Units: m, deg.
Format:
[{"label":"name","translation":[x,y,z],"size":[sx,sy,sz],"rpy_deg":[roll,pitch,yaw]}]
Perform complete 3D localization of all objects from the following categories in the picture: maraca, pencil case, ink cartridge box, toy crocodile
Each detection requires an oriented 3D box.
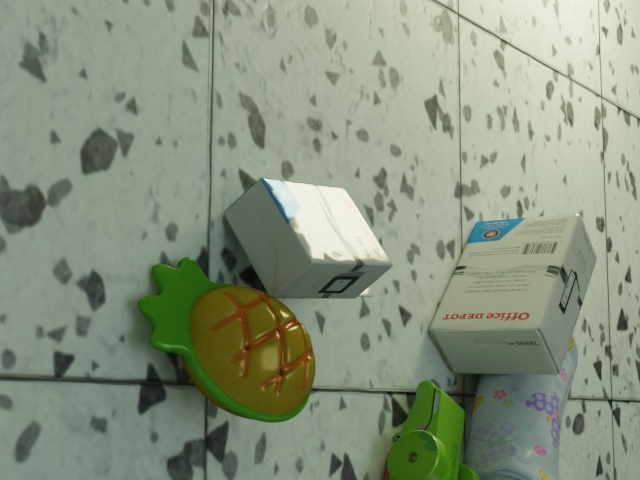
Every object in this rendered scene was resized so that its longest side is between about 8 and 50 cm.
[{"label":"maraca","translation":[-0.080,0.089,1.063],"size":[0.185,0.099,0.127],"rpy_deg":[36,39,-19]},{"label":"pencil case","translation":[0.248,0.216,1.468],"size":[0.113,0.124,0.273],"rpy_deg":[86,16,-44]},{"label":"ink cartridge box","translation":[0.242,0.067,1.482],"size":[0.086,0.148,0.203],"rpy_deg":[60,42,-33]},{"label":"ink cartridge box","translation":[0.000,0.000,1.181],"size":[0.180,0.060,0.104],"rpy_deg":[3,50,-55]},{"label":"toy crocodile","translation":[0.105,0.320,1.303],"size":[0.115,0.105,0.341],"rpy_deg":[39,50,-45]}]
